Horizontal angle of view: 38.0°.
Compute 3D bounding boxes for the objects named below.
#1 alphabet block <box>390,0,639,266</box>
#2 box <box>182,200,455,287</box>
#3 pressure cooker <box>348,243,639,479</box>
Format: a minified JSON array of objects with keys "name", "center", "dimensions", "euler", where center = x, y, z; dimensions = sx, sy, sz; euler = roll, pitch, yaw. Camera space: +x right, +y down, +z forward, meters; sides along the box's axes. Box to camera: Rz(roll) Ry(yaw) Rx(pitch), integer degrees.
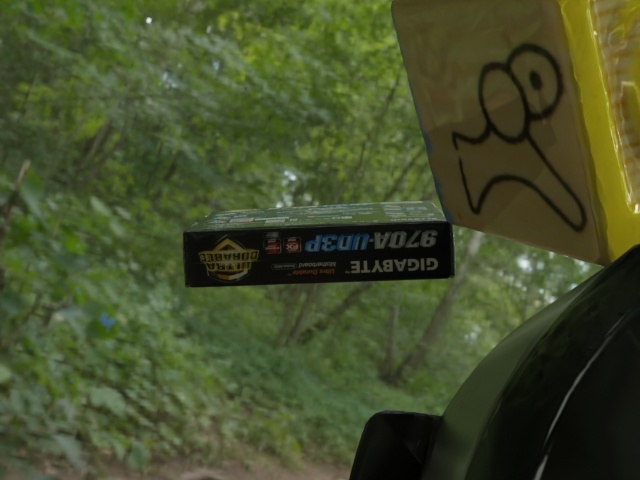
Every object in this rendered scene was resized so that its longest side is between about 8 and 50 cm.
[{"name":"alphabet block","center":[0.191,-0.111,0.639],"dimensions":[0.193,0.192,0.197],"euler":[-24,18,-18]},{"name":"box","center":[0.000,0.000,0.825],"dimensions":[0.220,0.051,0.175],"euler":[-3,7,1]},{"name":"pressure cooker","center":[0.232,0.178,0.473],"dimensions":[0.376,0.369,0.420],"euler":[-33,-10,-4]}]
